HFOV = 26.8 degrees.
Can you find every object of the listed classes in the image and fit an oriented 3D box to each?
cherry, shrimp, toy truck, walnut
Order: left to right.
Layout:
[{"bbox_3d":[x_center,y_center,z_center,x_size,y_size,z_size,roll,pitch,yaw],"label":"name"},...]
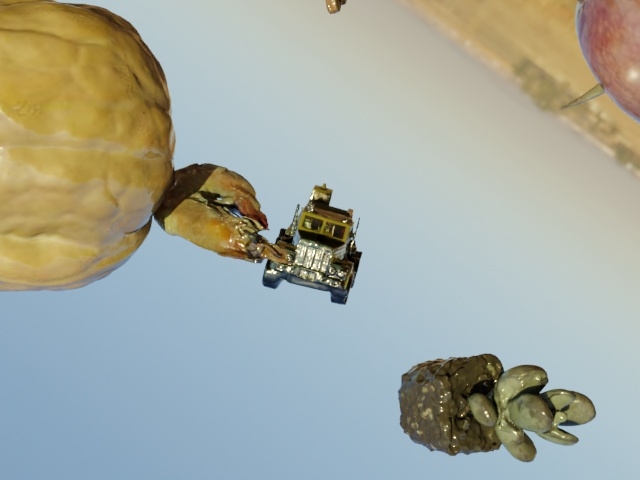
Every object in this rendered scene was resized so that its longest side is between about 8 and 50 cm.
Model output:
[{"bbox_3d":[-0.273,-0.089,1.234,0.285,0.296,0.285,16,-130,-21],"label":"walnut"},{"bbox_3d":[-0.094,-0.026,1.302,0.190,0.101,0.042,34,149,39],"label":"shrimp"},{"bbox_3d":[-0.001,0.005,1.880,0.127,0.127,0.257,17,-166,1],"label":"toy truck"},{"bbox_3d":[0.370,-0.214,1.388,0.213,0.285,0.236,51,-172,-3],"label":"cherry"}]

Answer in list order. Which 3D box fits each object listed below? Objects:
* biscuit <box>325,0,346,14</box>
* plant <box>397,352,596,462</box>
[{"bbox_3d":[0.011,-0.367,1.778,0.130,0.019,0.119,69,-158,-43],"label":"biscuit"},{"bbox_3d":[0.243,0.240,1.899,0.274,0.149,0.146,-1,-168,42],"label":"plant"}]
